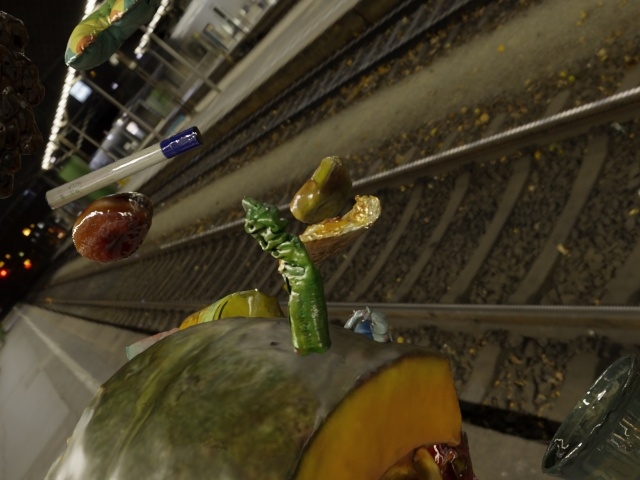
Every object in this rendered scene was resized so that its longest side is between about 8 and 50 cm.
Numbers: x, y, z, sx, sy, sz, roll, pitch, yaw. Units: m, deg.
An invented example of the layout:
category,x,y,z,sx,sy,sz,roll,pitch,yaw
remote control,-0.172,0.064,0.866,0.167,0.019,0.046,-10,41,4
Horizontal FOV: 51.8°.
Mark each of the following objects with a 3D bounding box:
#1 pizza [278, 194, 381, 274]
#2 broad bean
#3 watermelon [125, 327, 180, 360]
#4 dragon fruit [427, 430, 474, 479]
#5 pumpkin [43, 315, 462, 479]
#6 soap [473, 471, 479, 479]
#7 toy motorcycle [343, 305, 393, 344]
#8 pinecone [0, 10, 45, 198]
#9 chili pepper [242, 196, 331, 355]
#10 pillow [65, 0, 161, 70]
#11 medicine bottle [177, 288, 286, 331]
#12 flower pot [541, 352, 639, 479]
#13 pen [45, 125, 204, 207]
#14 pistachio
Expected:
category,x,y,z,sx,sy,sz,roll,pitch,yaw
pizza,0.003,0.000,1.064,0.134,0.056,0.271,-17,-12,-29
broad bean,-0.367,-0.021,1.163,0.165,0.114,0.084,-44,6,25
watermelon,-0.286,0.273,1.539,0.319,0.148,0.226,-1,46,18
dragon fruit,0.124,0.247,0.819,0.126,0.125,0.246,-10,45,19
pumpkin,-0.040,0.200,0.425,0.226,0.256,0.303,-13,81,45
soap,0.190,0.477,1.321,0.099,0.250,0.162,-132,43,-61
toy motorcycle,0.118,0.311,1.822,0.182,0.241,0.319,-16,20,5
pinecone,-0.597,-0.215,0.903,0.398,0.398,0.397,-45,19,20
chili pepper,-0.013,0.016,0.303,0.022,0.083,0.027,-30,19,-30
pillow,-0.402,-0.424,1.291,0.233,0.086,0.214,-36,26,11
medicine bottle,-0.150,0.153,1.091,0.239,0.124,0.124,-30,27,56
flower pot,0.315,0.206,0.669,0.157,0.107,0.157,-47,-19,-21
pen,-0.302,-0.109,1.009,0.269,0.033,0.033,-22,25,10
pistachio,0.014,-0.111,1.494,0.100,0.110,0.189,-8,38,52
